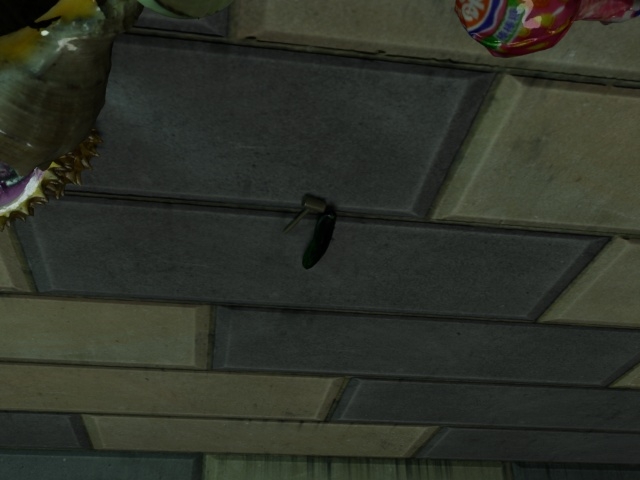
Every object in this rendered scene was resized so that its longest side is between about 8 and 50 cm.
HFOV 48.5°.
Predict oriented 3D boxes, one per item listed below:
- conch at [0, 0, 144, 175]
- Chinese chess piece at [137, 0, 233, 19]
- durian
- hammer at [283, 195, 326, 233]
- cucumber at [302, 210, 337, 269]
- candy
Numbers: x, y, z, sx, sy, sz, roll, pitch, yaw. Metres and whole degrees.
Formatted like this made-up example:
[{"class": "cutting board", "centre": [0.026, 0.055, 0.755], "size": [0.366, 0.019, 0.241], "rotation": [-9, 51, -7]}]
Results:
[{"class": "conch", "centre": [-0.306, -0.223, 0.688], "size": [0.186, 0.324, 0.263], "rotation": [33, 176, 38]}, {"class": "Chinese chess piece", "centre": [-0.124, -0.276, 0.649], "size": [0.144, 0.058, 0.144], "rotation": [-25, 132, -31]}, {"class": "durian", "centre": [-0.423, -0.082, 0.931], "size": [0.261, 0.186, 0.153], "rotation": [2, 143, 19]}, {"class": "hammer", "centre": [-0.032, -0.038, 1.131], "size": [0.036, 0.019, 0.110], "rotation": [16, 149, -25]}, {"class": "cucumber", "centre": [0.000, 0.000, 1.174], "size": [0.036, 0.033, 0.184], "rotation": [-16, 154, -24]}, {"class": "candy", "centre": [0.318, -0.248, 0.743], "size": [0.366, 0.124, 0.124], "rotation": [-2, 148, -12]}]
